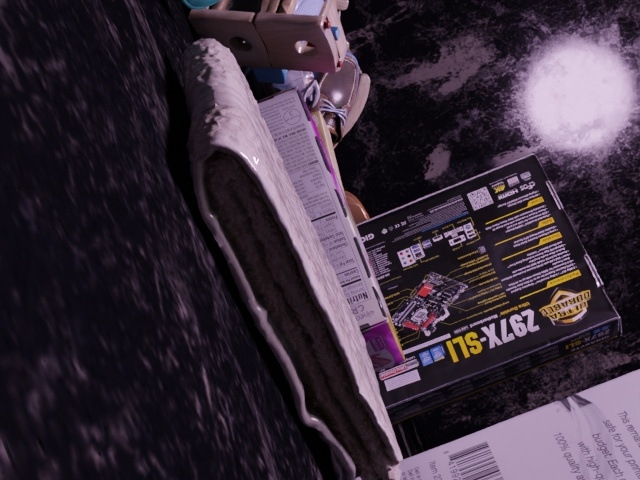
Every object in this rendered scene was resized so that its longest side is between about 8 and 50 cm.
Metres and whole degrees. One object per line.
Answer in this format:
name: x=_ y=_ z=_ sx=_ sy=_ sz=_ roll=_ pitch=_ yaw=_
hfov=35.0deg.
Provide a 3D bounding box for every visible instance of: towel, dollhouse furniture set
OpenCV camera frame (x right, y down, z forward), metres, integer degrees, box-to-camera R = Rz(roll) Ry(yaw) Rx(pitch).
towel: x=-0.022 y=0.019 z=0.657 sx=0.187 sy=0.049 sz=0.282 roll=-109 pitch=175 yaw=-60
dollhouse furniture set: x=-0.017 y=-0.195 z=0.960 sx=0.184 sy=0.129 sz=0.129 roll=65 pitch=38 yaw=-57

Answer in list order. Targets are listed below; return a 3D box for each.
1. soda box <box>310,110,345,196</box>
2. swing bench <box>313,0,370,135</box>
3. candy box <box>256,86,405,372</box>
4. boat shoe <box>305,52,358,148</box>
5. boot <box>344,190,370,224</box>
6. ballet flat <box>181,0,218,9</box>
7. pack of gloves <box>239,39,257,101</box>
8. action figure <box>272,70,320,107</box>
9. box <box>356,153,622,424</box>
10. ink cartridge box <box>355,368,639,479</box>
soda box: x=-0.003 y=-0.038 z=1.055 sx=0.061 sy=0.058 sz=0.181 roll=54 pitch=23 yaw=-73
swing bench: x=-0.029 y=-0.280 z=1.457 sx=0.253 sy=0.165 sz=0.255 roll=-106 pitch=174 yaw=-66
candy box: x=0.000 y=0.000 z=0.921 sx=0.159 sy=0.071 sz=0.233 roll=62 pitch=8 yaw=-70
boat shoe: x=0.009 y=-0.157 z=1.330 sx=0.066 sy=0.066 sz=0.183 roll=-127 pitch=-124 yaw=-70
boot: x=0.063 y=0.055 z=1.567 sx=0.283 sy=0.109 sz=0.220 roll=62 pitch=-1 yaw=-2
ballet flat: x=-0.105 y=-0.238 z=0.650 sx=0.096 sy=0.095 sz=0.280 roll=59 pitch=-8 yaw=7
pack of gloves: x=-0.077 y=-0.172 z=1.194 sx=0.232 sy=0.046 sz=0.195 roll=-8 pitch=78 yaw=-77
action figure: x=-0.054 y=-0.288 z=1.160 sx=0.185 sy=0.099 sz=0.285 roll=-34 pitch=106 yaw=-84
box: x=0.179 y=0.061 z=1.296 sx=0.079 sy=0.322 sz=0.257 roll=60 pitch=8 yaw=-61
ink cartridge box: x=0.185 y=0.211 z=0.659 sx=0.211 sy=0.289 sz=0.122 roll=-105 pitch=172 yaw=-63
